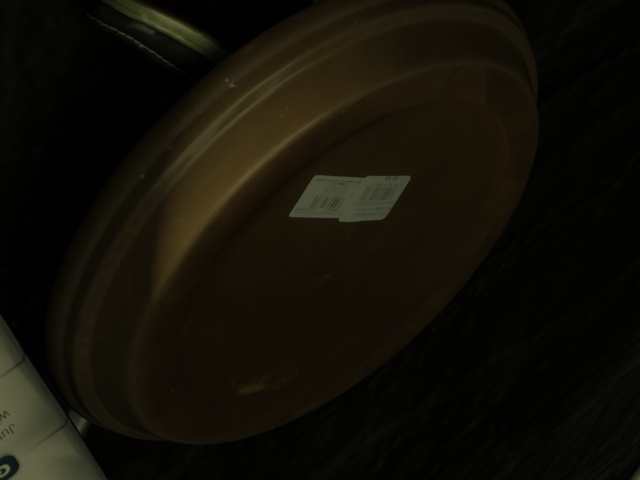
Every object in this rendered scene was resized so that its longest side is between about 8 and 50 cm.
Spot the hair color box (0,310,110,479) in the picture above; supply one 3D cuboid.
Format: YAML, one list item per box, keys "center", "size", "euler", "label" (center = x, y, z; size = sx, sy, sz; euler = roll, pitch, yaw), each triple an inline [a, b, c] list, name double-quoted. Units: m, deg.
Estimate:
- center: [-0.220, 0.028, 0.581]
  size: [0.174, 0.105, 0.347]
  euler: [-35, 137, -13]
  label: "hair color box"

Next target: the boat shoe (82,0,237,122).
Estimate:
- center: [-0.051, -0.062, 0.687]
  size: [0.049, 0.056, 0.152]
  euler: [-55, 138, 2]
  label: "boat shoe"

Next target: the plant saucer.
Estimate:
- center: [0.000, 0.000, 0.744]
  size: [0.278, 0.041, 0.278]
  euler: [-30, 149, -20]
  label: "plant saucer"
